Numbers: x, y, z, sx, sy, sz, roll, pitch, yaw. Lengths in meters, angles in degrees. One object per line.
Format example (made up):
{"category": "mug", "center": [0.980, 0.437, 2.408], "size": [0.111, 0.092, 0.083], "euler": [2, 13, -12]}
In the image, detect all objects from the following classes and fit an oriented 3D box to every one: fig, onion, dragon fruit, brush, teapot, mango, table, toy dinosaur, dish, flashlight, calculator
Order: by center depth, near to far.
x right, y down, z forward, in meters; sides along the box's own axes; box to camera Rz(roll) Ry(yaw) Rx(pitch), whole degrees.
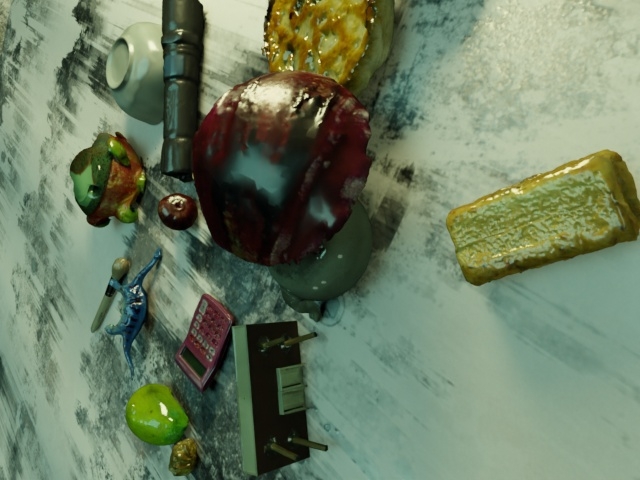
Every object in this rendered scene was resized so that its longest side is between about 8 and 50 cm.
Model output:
{"category": "onion", "center": [-0.066, -0.126, 0.717], "size": [0.280, 0.146, 0.314], "euler": [16, 80, 43]}
{"category": "teapot", "center": [0.000, 0.000, 0.809], "size": [0.193, 0.129, 0.294], "euler": [29, 104, 40]}
{"category": "table", "center": [-0.061, 0.257, 0.847], "size": [0.111, 0.121, 0.240], "euler": [-15, 78, 41]}
{"category": "calculator", "center": [-0.248, 0.221, 1.086], "size": [0.126, 0.034, 0.191], "euler": [33, 104, 40]}
{"category": "mango", "center": [-0.377, 0.401, 1.147], "size": [0.178, 0.100, 0.119], "euler": [17, 96, 35]}
{"category": "flashlight", "center": [-0.319, -0.348, 1.158], "size": [0.103, 0.103, 0.424], "euler": [-2, 88, 43]}
{"category": "fig", "center": [-0.332, -0.056, 1.163], "size": [0.125, 0.088, 0.089], "euler": [136, 125, -64]}
{"category": "dish", "center": [-0.459, -0.433, 1.272], "size": [0.256, 0.117, 0.256], "euler": [-3, 85, 42]}
{"category": "toy dinosaur", "center": [-0.481, 0.174, 1.279], "size": [0.144, 0.076, 0.329], "euler": [6, 80, 36]}
{"category": "dragon fruit", "center": [-0.586, -0.169, 1.370], "size": [0.268, 0.130, 0.295], "euler": [-49, 56, 23]}
{"category": "brush", "center": [-0.605, 0.159, 1.421], "size": [0.042, 0.039, 0.299], "euler": [34, 118, -2]}

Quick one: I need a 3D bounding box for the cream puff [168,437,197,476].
{"category": "cream puff", "center": [-0.299, 0.475, 1.101], "size": [0.058, 0.083, 0.083], "euler": [21, 91, -3]}

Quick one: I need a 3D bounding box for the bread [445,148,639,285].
{"category": "bread", "center": [0.258, -0.022, 0.596], "size": [0.211, 0.083, 0.114], "euler": [-22, 78, 40]}

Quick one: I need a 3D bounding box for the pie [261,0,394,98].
{"category": "pie", "center": [0.004, -0.352, 0.858], "size": [0.315, 0.092, 0.315], "euler": [-2, 87, 47]}

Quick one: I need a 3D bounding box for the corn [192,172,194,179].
{"category": "corn", "center": [-0.195, -0.081, 1.030], "size": [0.087, 0.087, 0.211], "euler": [-43, 65, 32]}
